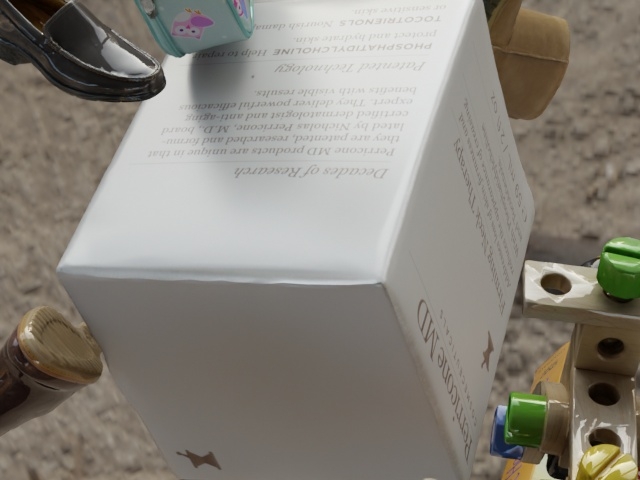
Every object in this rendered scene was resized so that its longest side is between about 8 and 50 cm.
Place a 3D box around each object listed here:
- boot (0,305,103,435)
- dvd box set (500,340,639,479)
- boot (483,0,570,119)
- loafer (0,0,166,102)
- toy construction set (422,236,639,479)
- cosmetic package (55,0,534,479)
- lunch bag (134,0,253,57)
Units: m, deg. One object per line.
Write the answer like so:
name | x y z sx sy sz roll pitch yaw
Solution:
boot | -0.314 0.159 1.518 0.207 0.248 0.090 -38 86 0
dvd box set | 0.288 0.277 1.340 0.307 0.062 0.420 41 24 0
boot | 0.224 -0.261 1.776 0.089 0.269 0.236 35 105 26
loafer | -0.195 -0.156 1.192 0.170 0.061 0.062 22 41 17
toy construction set | 0.209 0.144 0.975 0.309 0.237 0.257 26 38 20
cosmetic package | 0.000 0.000 1.549 0.327 0.329 0.394 0 47 22
lunch bag | -0.139 -0.324 1.522 0.108 0.224 0.279 -10 49 12
